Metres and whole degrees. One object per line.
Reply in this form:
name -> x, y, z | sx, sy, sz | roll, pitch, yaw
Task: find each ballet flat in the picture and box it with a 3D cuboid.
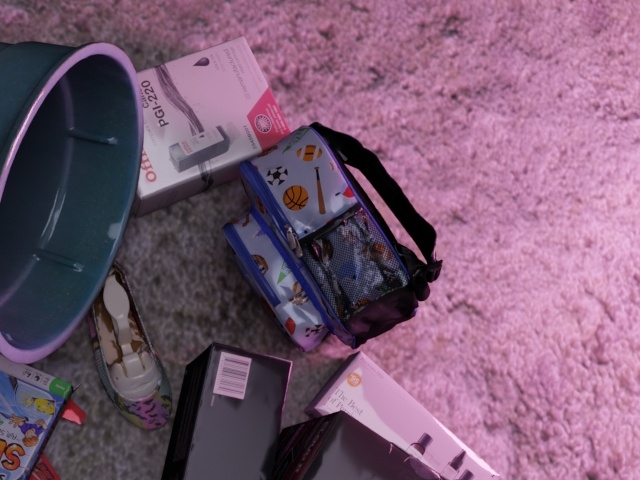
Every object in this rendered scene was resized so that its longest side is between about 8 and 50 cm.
ballet flat -> -0.235, 0.120, 1.256 | 0.077, 0.079, 0.221 | -18, 82, -20

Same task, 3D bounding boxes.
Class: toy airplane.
toy airplane -> -0.341, 0.217, 1.228 | 0.151, 0.028, 0.151 | 3, 69, -9

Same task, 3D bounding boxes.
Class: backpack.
backpack -> 0.000, 0.000, 1.274 | 0.213, 0.276, 0.263 | -24, 80, -7

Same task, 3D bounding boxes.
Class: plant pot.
plant pot -> -0.410, -0.082, 1.118 | 0.334, 0.341, 0.341 | 16, 71, 10

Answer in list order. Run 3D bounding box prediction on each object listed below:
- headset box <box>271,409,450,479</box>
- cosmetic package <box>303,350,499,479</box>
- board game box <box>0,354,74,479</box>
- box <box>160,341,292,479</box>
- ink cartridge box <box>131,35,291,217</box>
headset box -> 0.052, 0.300, 1.176 | 0.218, 0.293, 0.110 | 35, 69, -5
cosmetic package -> 0.103, 0.255, 1.326 | 0.239, 0.060, 0.099 | 41, 68, -2
board game box -> -0.403, 0.189, 1.194 | 0.201, 0.035, 0.136 | 22, 67, 0
box -> -0.121, 0.264, 1.195 | 0.103, 0.184, 0.261 | 15, 73, -15
ink cartridge box -> -0.168, -0.146, 1.337 | 0.218, 0.092, 0.159 | -24, 83, -18
